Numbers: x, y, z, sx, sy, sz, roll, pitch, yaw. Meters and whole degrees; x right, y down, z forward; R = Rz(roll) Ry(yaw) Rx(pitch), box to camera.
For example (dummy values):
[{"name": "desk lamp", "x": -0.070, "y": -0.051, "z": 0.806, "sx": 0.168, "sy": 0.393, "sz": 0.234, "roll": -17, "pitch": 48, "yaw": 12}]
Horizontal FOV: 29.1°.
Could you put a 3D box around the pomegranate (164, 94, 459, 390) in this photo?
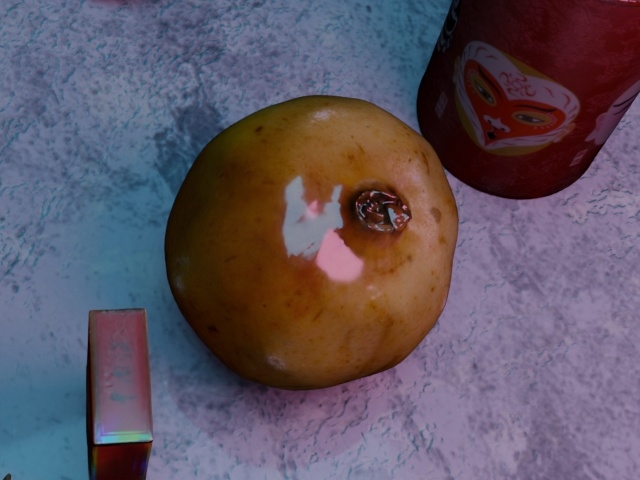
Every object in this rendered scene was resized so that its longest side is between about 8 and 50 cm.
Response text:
[{"name": "pomegranate", "x": 0.000, "y": 0.000, "z": 1.059, "sx": 0.264, "sy": 0.264, "sz": 0.264, "roll": 4, "pitch": 64, "yaw": -7}]

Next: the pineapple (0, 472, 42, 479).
[{"name": "pineapple", "x": -0.330, "y": 0.229, "z": 0.963, "sx": 0.310, "sy": 0.141, "sz": 0.170, "roll": 13, "pitch": 91, "yaw": 5}]

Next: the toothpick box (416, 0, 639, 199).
[{"name": "toothpick box", "x": 0.221, "y": -0.202, "z": 1.146, "sx": 0.204, "sy": 0.333, "sz": 0.204, "roll": 4, "pitch": 65, "yaw": -8}]

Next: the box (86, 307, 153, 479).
[{"name": "box", "x": -0.167, "y": 0.137, "z": 1.007, "sx": 0.048, "sy": 0.175, "sz": 0.112, "roll": -2, "pitch": 64, "yaw": -12}]
